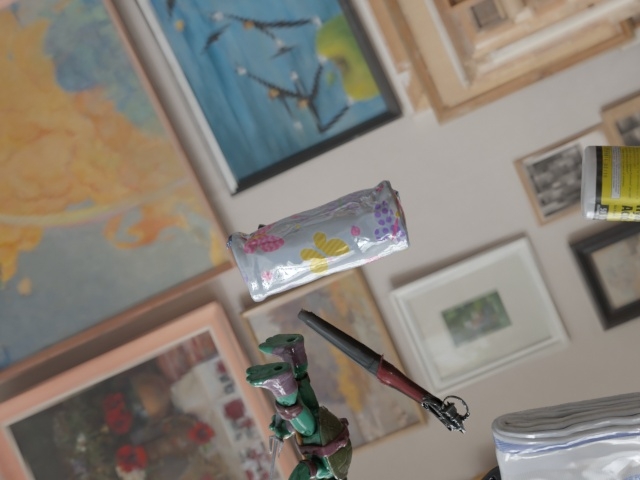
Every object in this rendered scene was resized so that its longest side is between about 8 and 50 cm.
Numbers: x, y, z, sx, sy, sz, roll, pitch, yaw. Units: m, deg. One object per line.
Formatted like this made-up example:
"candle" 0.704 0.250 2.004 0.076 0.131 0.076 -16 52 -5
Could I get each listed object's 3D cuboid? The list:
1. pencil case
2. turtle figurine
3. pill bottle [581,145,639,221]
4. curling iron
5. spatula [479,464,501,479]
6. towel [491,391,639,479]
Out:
"pencil case" 0.000 0.000 1.657 0.124 0.273 0.114 -100 -9 -70
"turtle figurine" -0.022 0.238 1.303 0.175 0.118 0.234 -112 6 -72
"pill bottle" 0.283 -0.048 0.929 0.065 0.116 0.065 1 -90 -79
"curling iron" 0.086 0.167 1.460 0.274 0.035 0.068 34 157 13
"spatula" 0.094 0.296 1.031 0.030 0.296 0.084 9 -137 -35
"towel" 0.268 0.238 0.925 0.034 0.209 0.285 -83 -20 -54
